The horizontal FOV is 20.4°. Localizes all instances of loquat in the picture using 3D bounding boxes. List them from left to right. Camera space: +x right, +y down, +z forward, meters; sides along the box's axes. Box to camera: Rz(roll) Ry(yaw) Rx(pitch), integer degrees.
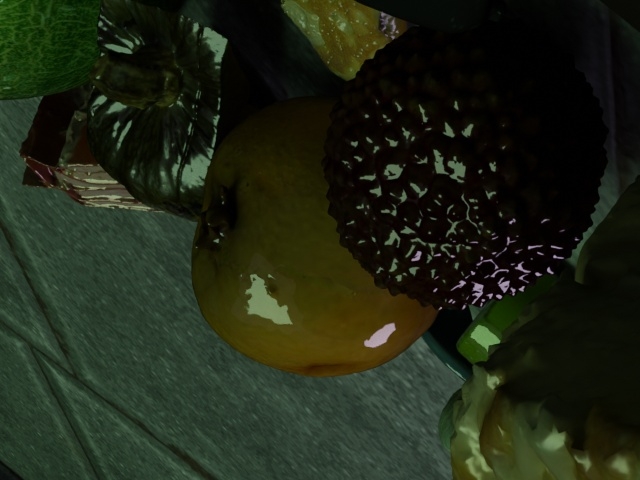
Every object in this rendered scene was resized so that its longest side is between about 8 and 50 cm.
[{"bbox_3d":[0.000,0.000,1.307,0.208,0.208,0.208,38,157,19],"label":"loquat"}]

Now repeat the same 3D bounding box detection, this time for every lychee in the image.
[{"bbox_3d":[0.093,-0.047,1.083,0.188,0.188,0.188,38,157,19],"label":"lychee"}]

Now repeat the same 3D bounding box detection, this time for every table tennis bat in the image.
[{"bbox_3d":[0.113,0.077,1.382,0.100,0.019,0.155,31,-162,-16],"label":"table tennis bat"}]

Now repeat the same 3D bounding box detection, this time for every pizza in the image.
[{"bbox_3d":[0.019,-0.164,1.216,0.099,0.036,0.160,37,156,20],"label":"pizza"}]

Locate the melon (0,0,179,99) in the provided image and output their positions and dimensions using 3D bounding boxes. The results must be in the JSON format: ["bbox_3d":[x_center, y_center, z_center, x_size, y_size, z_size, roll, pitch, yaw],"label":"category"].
[{"bbox_3d":[-0.198,-0.207,1.392,0.323,0.196,0.124,-36,72,64],"label":"melon"}]

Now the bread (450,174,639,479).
[{"bbox_3d":[0.297,0.172,0.961,0.371,0.279,0.390,17,140,54],"label":"bread"}]

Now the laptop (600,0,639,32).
[{"bbox_3d":[0.208,-0.157,0.904,0.154,0.026,0.207,41,157,17],"label":"laptop"}]

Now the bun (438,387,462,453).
[{"bbox_3d":[0.193,0.188,1.397,0.212,0.126,0.204,51,-175,3],"label":"bun"}]

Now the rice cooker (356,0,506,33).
[{"bbox_3d":[0.069,-0.195,0.934,0.118,0.142,0.203,29,156,8],"label":"rice cooker"}]

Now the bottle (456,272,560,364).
[{"bbox_3d":[0.248,0.154,1.282,0.330,0.093,0.093,42,158,9],"label":"bottle"}]

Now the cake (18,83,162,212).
[{"bbox_3d":[-0.132,-0.081,1.587,0.287,0.135,0.098,14,142,20],"label":"cake"}]

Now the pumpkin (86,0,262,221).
[{"bbox_3d":[-0.115,-0.092,1.380,0.131,0.126,0.248,35,174,24],"label":"pumpkin"}]
